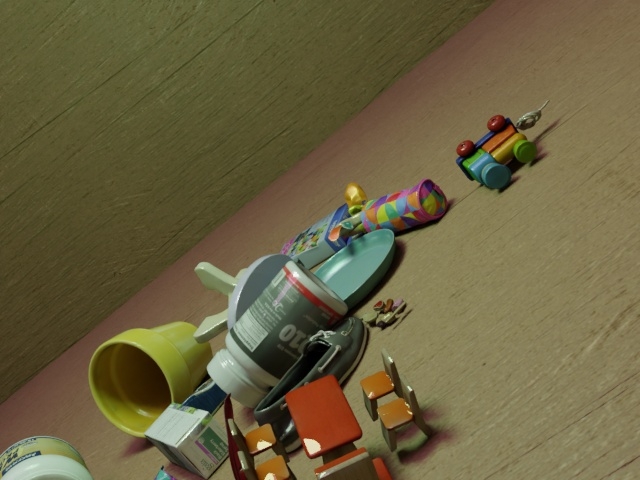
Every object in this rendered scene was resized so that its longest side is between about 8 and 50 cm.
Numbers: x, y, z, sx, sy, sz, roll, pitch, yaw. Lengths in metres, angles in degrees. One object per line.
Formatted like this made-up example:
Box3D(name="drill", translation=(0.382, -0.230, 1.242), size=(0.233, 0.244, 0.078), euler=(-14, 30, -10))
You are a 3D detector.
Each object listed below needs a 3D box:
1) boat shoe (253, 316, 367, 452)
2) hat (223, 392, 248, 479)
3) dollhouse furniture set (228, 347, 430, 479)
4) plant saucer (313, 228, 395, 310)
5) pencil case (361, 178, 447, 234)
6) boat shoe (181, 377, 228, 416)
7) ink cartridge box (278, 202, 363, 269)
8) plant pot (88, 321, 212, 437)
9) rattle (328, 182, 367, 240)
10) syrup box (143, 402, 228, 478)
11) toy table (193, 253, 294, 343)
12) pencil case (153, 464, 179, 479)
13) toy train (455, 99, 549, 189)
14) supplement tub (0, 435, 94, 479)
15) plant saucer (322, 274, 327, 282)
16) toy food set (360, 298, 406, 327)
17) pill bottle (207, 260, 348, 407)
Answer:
Box3D(name="boat shoe", translation=(-0.012, 0.237, 1.484), size=(0.112, 0.095, 0.335), euler=(-27, 20, 43))
Box3D(name="hat", translation=(-0.154, 0.392, 1.208), size=(0.173, 0.183, 0.208), euler=(-37, 15, 13))
Box3D(name="dollhouse furniture set", translation=(0.017, 0.271, 1.093), size=(0.262, 0.135, 0.259), euler=(-24, 29, -6))
Box3D(name="plant saucer", translation=(0.054, 0.094, 1.848), size=(0.317, 0.044, 0.317), euler=(-37, 15, 12))
Box3D(name="pencil case", translation=(0.193, -0.075, 1.891), size=(0.104, 0.104, 0.236), euler=(-49, 19, -30))
Box3D(name="boat shoe", translation=(-0.259, 0.361, 1.825), size=(0.183, 0.066, 0.066), euler=(-36, 7, -26))
Box3D(name="ink cartridge box", translation=(0.000, 0.000, 2.234), size=(0.311, 0.065, 0.186), euler=(-30, 18, 29))
Box3D(name="plant pot", translation=(-0.397, 0.317, 1.974), size=(0.254, 0.254, 0.239), euler=(-32, 2, 29))
Box3D(name="rattle", translation=(0.067, -0.078, 2.021), size=(0.199, 0.143, 0.130), euler=(-13, -3, -45))
Box3D(name="syrup box", translation=(-0.270, 0.406, 1.643), size=(0.096, 0.093, 0.237), euler=(-47, 16, -25))
Box3D(name="toy table", translation=(-0.184, 0.150, 1.954), size=(0.161, 0.252, 0.274), euler=(-7, 22, 36))
Box3D(name="pencil case", translation=(-0.333, 0.514, 1.542), size=(0.152, 0.064, 0.070), euler=(-48, 0, -24))
Box3D(name="toy train", translation=(0.423, -0.213, 1.725), size=(0.248, 0.105, 0.143), euler=(-39, 25, 5))
Box3D(name="supplement tub", translation=(-0.610, 0.569, 1.756), size=(0.228, 0.228, 0.316), euler=(-45, 15, -18))
Box3D(name="plant saucer", translation=(-0.011, 0.111, 2.021), size=(0.083, 0.013, 0.083), euler=(-38, 14, 11))
Box3D(name="toy food set", translation=(0.129, 0.140, 1.566), size=(0.078, 0.019, 0.122), euler=(-44, 13, -13))
Box3D(name="pill bottle", translation=(-0.091, 0.196, 1.645), size=(0.283, 0.161, 0.161), euler=(-50, 14, 3))
